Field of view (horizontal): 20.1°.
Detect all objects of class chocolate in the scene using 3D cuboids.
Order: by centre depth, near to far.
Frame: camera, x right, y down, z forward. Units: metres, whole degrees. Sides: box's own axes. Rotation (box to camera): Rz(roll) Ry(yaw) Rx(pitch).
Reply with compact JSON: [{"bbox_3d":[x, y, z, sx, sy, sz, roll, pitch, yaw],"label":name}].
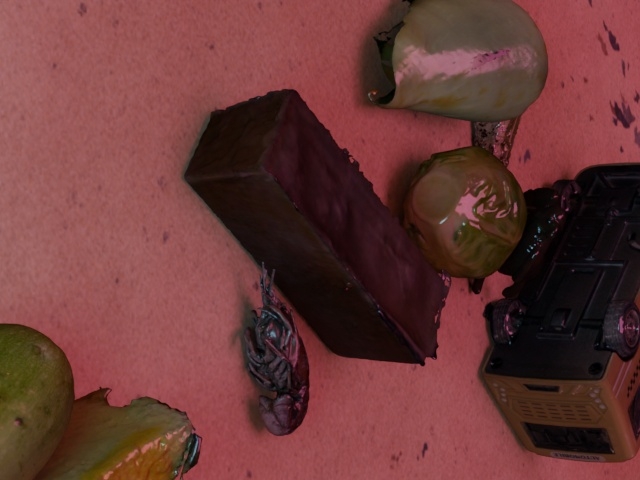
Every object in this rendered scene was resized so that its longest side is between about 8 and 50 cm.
[{"bbox_3d":[0.000,0.000,1.711,0.321,0.112,0.112,49,47,-39],"label":"chocolate"}]

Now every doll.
[{"bbox_3d":[0.234,-0.005,2.019,0.057,0.165,0.139,30,58,-6],"label":"doll"}]

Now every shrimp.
[{"bbox_3d":[-0.043,0.100,1.682,0.065,0.056,0.165,-30,108,-46],"label":"shrimp"}]

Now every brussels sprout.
[{"bbox_3d":[0.158,-0.032,1.938,0.155,0.117,0.155,4,90,-66],"label":"brussels sprout"}]

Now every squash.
[{"bbox_3d":[-0.297,0.192,1.253,0.370,0.118,0.118,-52,128,-39],"label":"squash"}]

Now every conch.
[{"bbox_3d":[0.143,-0.207,1.956,0.250,0.137,0.143,8,107,-36],"label":"conch"}]

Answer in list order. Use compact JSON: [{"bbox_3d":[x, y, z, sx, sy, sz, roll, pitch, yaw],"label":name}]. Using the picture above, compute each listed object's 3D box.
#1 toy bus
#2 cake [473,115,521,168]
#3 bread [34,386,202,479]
[{"bbox_3d":[0.339,0.077,2.148,0.365,0.176,0.202,-59,136,-36],"label":"toy bus"},{"bbox_3d":[0.196,-0.110,2.085,0.051,0.055,0.140,2,102,-57],"label":"cake"},{"bbox_3d":[-0.167,0.206,1.414,0.160,0.140,0.169,-53,133,-30],"label":"bread"}]
